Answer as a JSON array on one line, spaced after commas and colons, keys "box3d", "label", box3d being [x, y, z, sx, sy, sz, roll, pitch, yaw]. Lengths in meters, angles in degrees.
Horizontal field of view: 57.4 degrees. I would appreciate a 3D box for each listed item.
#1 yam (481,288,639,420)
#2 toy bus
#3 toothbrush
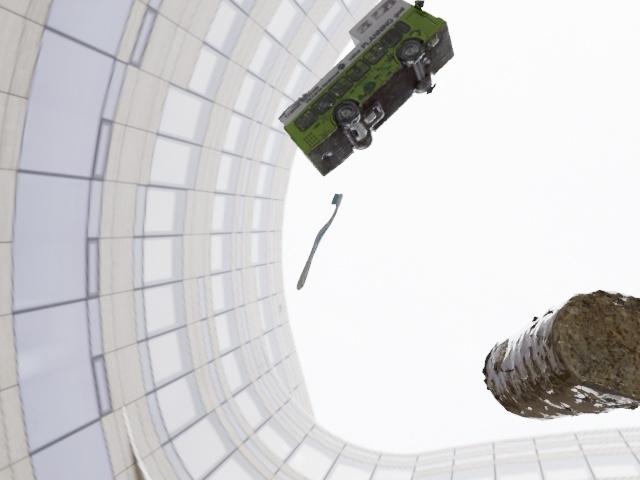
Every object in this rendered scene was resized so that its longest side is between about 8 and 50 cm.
[{"box3d": [0.285, 0.139, 0.667, 0.129, 0.238, 0.128, -42, -104, -15], "label": "yam"}, {"box3d": [0.070, -0.255, 0.960, 0.302, 0.113, 0.139, -44, -119, 1], "label": "toy bus"}, {"box3d": [0.000, 0.000, 0.854, 0.017, 0.014, 0.162, 11, -111, 30], "label": "toothbrush"}]
